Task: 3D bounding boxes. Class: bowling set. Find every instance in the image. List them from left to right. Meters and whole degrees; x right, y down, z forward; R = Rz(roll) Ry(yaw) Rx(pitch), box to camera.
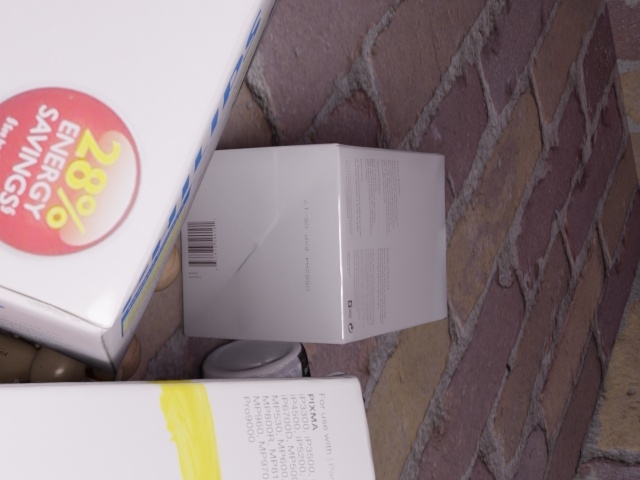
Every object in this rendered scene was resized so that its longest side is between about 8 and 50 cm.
[{"bbox_3d":[-0.183,0.043,0.951,0.200,0.154,0.287,51,48,-48],"label":"bowling set"}]

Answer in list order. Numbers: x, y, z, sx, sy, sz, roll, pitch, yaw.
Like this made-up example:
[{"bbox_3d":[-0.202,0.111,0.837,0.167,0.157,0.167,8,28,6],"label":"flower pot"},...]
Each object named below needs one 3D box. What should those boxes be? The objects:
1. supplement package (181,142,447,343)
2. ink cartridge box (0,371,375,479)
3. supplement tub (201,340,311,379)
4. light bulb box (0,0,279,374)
[{"bbox_3d":[0.000,0.000,1.232,0.263,0.198,0.199,-4,93,-60],"label":"supplement package"},{"bbox_3d":[-0.184,0.185,0.709,0.385,0.279,0.160,5,72,-45],"label":"ink cartridge box"},{"bbox_3d":[-0.058,0.208,1.215,0.117,0.117,0.190,-37,122,-55],"label":"supplement tub"},{"bbox_3d":[-0.153,-0.129,0.660,0.361,0.225,0.358,134,-21,-76],"label":"light bulb box"}]
